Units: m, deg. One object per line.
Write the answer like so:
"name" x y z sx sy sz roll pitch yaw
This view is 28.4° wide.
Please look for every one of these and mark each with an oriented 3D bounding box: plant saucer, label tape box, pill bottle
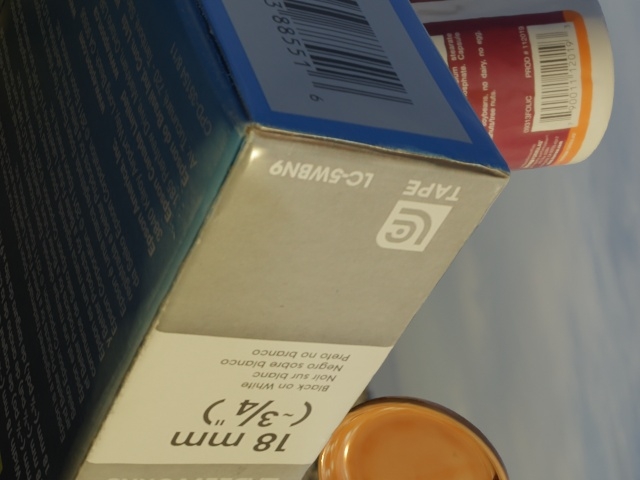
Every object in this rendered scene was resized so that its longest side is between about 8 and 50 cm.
"plant saucer" 0.095 0.239 1.261 0.037 0.200 0.200 -47 132 -59
"label tape box" -0.084 0.005 0.547 0.334 0.106 0.241 -59 -141 36
"pill bottle" 0.103 -0.175 1.410 0.224 0.392 0.224 174 -90 -78
